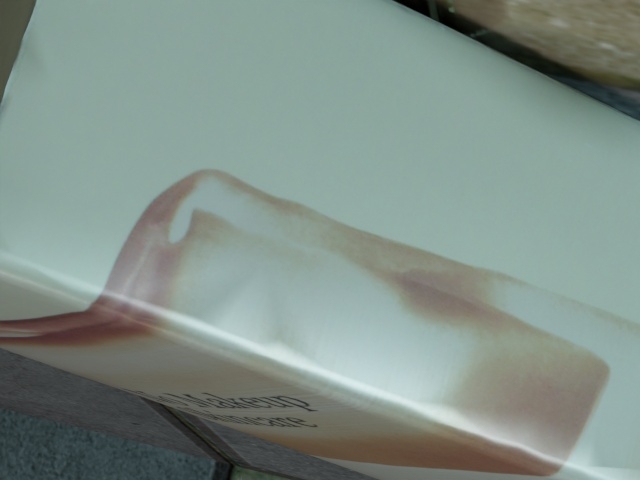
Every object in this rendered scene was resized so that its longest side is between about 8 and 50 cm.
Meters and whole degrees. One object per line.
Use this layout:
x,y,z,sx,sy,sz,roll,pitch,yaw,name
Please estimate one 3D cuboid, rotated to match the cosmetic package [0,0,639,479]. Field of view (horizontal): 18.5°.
0.000,0.000,0.660,0.296,0.129,0.153,22,166,-26,cosmetic package
